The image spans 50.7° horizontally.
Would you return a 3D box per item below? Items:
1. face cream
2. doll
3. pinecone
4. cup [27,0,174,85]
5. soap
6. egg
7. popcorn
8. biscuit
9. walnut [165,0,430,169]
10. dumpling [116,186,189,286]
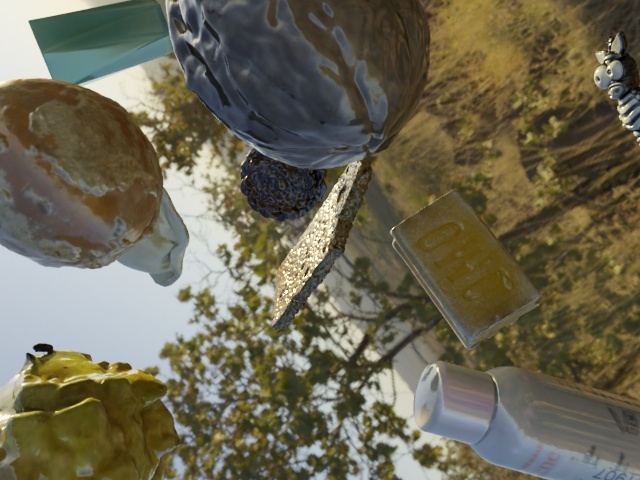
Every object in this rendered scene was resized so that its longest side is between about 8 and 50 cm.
[{"bbox_3d":[0.205,0.156,0.544,0.269,0.081,0.082,16,-176,-9],"label":"face cream"},{"bbox_3d":[0.574,-0.280,1.263,0.091,0.067,0.219,127,122,-80],"label":"doll"},{"bbox_3d":[-0.068,-0.121,1.262,0.163,0.163,0.165,48,-173,-9],"label":"pinecone"},{"bbox_3d":[-0.402,-0.371,1.263,0.134,0.236,0.148,111,136,-70],"label":"cup"},{"bbox_3d":[0.280,0.051,1.322,0.274,0.173,0.089,56,178,26],"label":"soap"},{"bbox_3d":[-0.290,-0.078,0.744,0.245,0.203,0.203,35,178,3],"label":"egg"},{"bbox_3d":[-0.287,0.235,0.764,0.286,0.252,0.215,21,136,64],"label":"popcorn"},{"bbox_3d":[0.003,0.003,0.884,0.026,0.237,0.131,26,-150,-18],"label":"biscuit"},{"bbox_3d":[-0.023,-0.155,0.492,0.230,0.178,0.178,52,180,11],"label":"walnut"},{"bbox_3d":[-0.359,-0.046,1.427,0.243,0.187,0.318,-6,130,36],"label":"dumpling"}]
